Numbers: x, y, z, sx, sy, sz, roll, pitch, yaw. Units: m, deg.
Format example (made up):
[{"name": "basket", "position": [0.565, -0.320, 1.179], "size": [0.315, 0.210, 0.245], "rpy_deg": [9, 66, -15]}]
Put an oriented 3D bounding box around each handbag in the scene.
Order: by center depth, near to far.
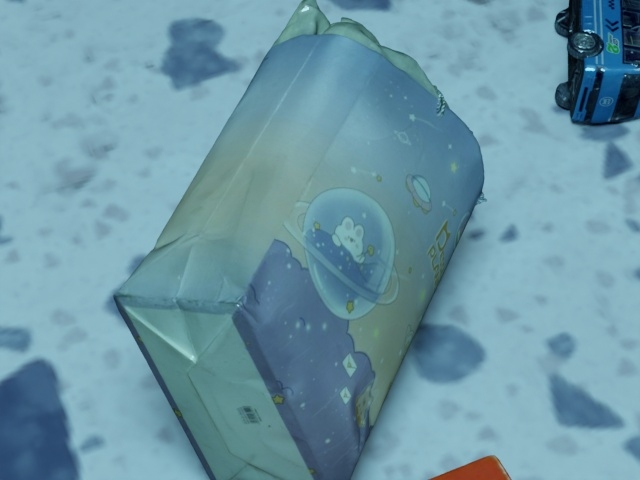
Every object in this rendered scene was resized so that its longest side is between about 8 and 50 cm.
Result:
[{"name": "handbag", "position": [0.000, 0.000, 0.667], "size": [0.095, 0.117, 0.173], "rpy_deg": [3, 46, 26]}]

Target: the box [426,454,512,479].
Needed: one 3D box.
[{"name": "box", "position": [0.056, 0.193, 0.567], "size": [0.139, 0.035, 0.245], "rpy_deg": [-19, 55, -15]}]

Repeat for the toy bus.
[{"name": "toy bus", "position": [0.131, -0.093, 0.795], "size": [0.046, 0.038, 0.083], "rpy_deg": [6, 52, -1]}]
